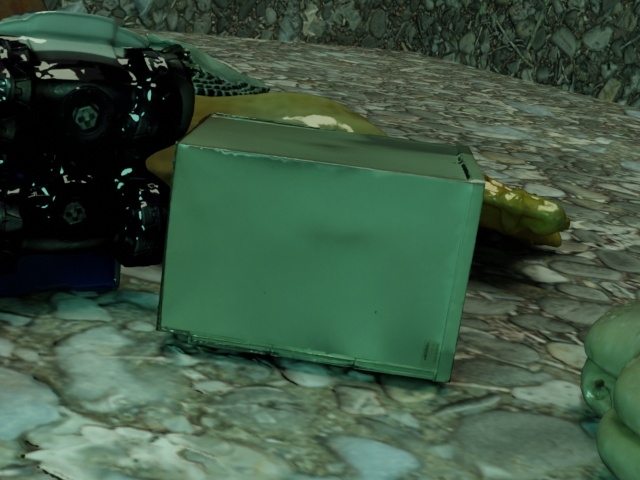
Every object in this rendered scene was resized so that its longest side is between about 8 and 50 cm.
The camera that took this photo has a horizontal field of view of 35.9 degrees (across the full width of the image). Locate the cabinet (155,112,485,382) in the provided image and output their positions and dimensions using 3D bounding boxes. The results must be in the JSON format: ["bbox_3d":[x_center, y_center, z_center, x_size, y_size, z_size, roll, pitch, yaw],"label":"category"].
[{"bbox_3d":[0.000,0.000,0.727,0.206,0.150,0.145,8,16,1],"label":"cabinet"}]

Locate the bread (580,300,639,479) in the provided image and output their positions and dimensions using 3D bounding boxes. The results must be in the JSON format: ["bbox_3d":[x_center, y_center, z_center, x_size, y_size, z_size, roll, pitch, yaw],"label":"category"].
[{"bbox_3d":[0.259,0.099,0.604,0.183,0.101,0.337,10,15,5],"label":"bread"}]

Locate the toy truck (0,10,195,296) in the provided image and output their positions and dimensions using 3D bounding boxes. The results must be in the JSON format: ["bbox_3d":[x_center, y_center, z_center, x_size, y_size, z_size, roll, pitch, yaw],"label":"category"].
[{"bbox_3d":[-0.206,-0.067,0.751,0.161,0.213,0.177,-2,14,-35],"label":"toy truck"}]

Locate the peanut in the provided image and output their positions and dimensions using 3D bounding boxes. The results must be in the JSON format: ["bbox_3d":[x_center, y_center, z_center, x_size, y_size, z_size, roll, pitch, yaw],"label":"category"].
[{"bbox_3d":[-0.087,-0.063,0.897,0.340,0.158,0.174,9,34,13],"label":"peanut"}]

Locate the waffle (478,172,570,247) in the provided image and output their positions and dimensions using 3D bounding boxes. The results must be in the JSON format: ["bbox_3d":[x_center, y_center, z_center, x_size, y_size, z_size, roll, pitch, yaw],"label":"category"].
[{"bbox_3d":[0.137,-0.051,1.029,0.282,0.058,0.301,19,5,-7],"label":"waffle"}]

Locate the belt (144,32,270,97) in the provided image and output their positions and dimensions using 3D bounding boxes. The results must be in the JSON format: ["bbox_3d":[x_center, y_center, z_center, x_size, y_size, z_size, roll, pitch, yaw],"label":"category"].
[{"bbox_3d":[-0.178,-0.155,1.180,0.207,0.150,0.257,17,17,0],"label":"belt"}]

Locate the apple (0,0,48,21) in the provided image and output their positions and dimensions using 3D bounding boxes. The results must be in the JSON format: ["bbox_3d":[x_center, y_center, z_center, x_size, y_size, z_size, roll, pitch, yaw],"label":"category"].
[{"bbox_3d":[-0.430,-0.210,0.992,0.345,0.269,0.345,6,6,-1],"label":"apple"}]
